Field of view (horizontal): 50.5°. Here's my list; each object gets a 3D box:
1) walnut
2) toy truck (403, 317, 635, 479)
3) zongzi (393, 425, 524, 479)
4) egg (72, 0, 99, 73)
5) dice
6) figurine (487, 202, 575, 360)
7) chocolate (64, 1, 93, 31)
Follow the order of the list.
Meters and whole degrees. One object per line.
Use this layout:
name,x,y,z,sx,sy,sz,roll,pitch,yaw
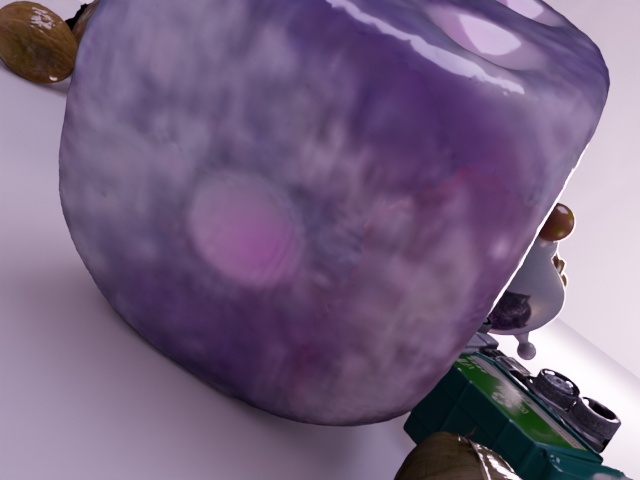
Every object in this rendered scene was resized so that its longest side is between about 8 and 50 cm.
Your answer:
walnut,-0.385,-0.268,0.921,0.124,0.105,0.105,40,3,-44
toy truck,0.149,0.154,0.583,0.124,0.114,0.253,10,23,-40
zongzi,0.042,0.147,0.388,0.178,0.081,0.189,20,8,-17
egg,-0.278,-0.281,1.025,0.234,0.194,0.195,2,-6,28
dice,0.011,-0.061,0.474,0.270,0.270,0.271,31,35,8
figurine,0.155,-0.007,0.691,0.194,0.133,0.274,6,-36,41
chocolate,-0.391,-0.325,1.174,0.156,0.156,0.133,26,-15,-40
